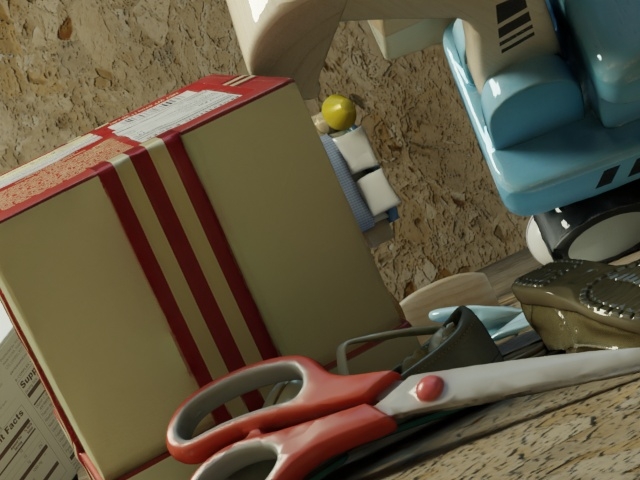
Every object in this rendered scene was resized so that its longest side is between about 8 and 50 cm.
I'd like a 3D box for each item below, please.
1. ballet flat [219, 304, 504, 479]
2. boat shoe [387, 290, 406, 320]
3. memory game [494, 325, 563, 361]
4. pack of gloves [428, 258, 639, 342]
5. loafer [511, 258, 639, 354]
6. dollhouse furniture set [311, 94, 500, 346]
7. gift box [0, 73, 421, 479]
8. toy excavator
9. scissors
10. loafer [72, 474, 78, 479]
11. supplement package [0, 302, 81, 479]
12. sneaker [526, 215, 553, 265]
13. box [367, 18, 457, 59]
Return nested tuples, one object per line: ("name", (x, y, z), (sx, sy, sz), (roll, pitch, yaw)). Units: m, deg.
("ballet flat", (0.009, 0.099, 0.889), (0.213, 0.068, 0.072), (-24, -1, -19))
("boat shoe", (-0.069, 0.123, 1.559), (0.341, 0.121, 0.110), (-24, -6, 41))
("memory game", (0.147, 0.072, 1.066), (0.186, 0.012, 0.186), (-25, -1, -1))
("pack of gloves", (0.152, 0.059, 1.277), (0.232, 0.046, 0.195), (-25, -3, 15))
("loafer", (0.158, 0.041, 0.826), (0.056, 0.050, 0.148), (-27, 15, -14))
("dollhouse furniture set", (0.000, 0.000, 1.707), (0.286, 0.303, 0.198), (-24, -3, -30))
("gift box", (-0.086, 0.040, 1.065), (0.255, 0.258, 0.276), (-26, 13, -8))
("toy excavator", (0.174, -0.161, 1.197), (0.433, 0.222, 0.445), (-19, -28, 4))
("scissors", (0.042, 0.074, 0.803), (0.297, 0.021, 0.109), (-25, 38, 20))
("loafer", (-0.351, 0.268, 1.410), (0.302, 0.095, 0.109), (-22, 33, 9))
("supplement package", (-0.344, 0.156, 1.333), (0.262, 0.145, 0.204), (-5, 36, 34))
("sneaker", (0.331, -0.042, 1.572), (0.282, 0.102, 0.161), (-25, 1, 20))
("box", (0.077, -0.279, 1.243), (0.121, 0.148, 0.311), (-21, -17, 0))
